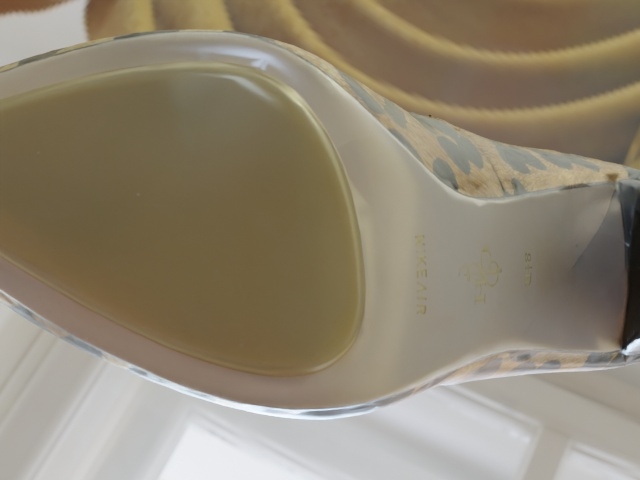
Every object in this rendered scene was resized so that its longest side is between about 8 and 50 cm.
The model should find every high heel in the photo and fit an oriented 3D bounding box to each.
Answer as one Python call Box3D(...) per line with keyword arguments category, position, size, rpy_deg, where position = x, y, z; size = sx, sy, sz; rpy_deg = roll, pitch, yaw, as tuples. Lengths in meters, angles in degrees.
Box3D(category="high heel", position=(0.000, 0.000, 0.458), size=(0.261, 0.093, 0.186), rpy_deg=(7, -2, -6))
